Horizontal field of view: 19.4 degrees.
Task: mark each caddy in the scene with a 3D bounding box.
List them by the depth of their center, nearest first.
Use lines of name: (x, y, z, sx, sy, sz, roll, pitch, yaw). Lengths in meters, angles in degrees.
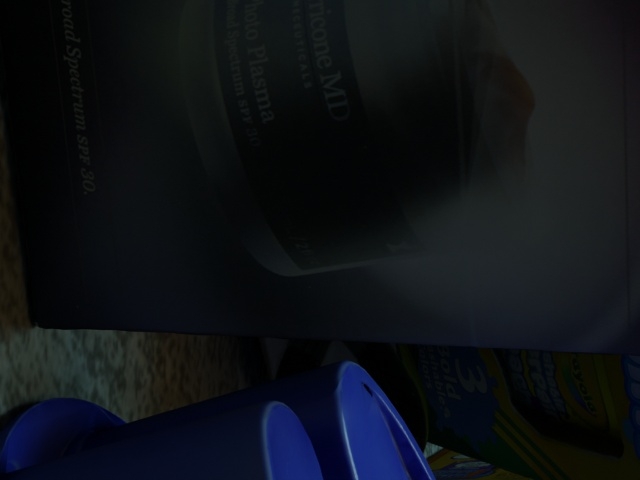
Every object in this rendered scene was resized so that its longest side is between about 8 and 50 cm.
caddy: (-0.026, 0.214, 0.793, 0.341, 0.179, 0.241, 67, 16, 3)

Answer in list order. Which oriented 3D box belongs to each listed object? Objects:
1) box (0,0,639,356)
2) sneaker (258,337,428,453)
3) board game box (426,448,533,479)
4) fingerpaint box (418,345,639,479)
box: (0.026, -0.120, 0.794, 0.183, 0.294, 0.296, -52, 140, -64)
sneaker: (0.000, 0.000, 1.090, 0.121, 0.111, 0.300, -89, 174, -56)
board game box: (0.258, 0.333, 1.430, 0.356, 0.357, 0.356, -7, 90, -73)
fingerpaint box: (0.166, -0.081, 1.057, 0.163, 0.371, 0.444, -16, 104, -28)
